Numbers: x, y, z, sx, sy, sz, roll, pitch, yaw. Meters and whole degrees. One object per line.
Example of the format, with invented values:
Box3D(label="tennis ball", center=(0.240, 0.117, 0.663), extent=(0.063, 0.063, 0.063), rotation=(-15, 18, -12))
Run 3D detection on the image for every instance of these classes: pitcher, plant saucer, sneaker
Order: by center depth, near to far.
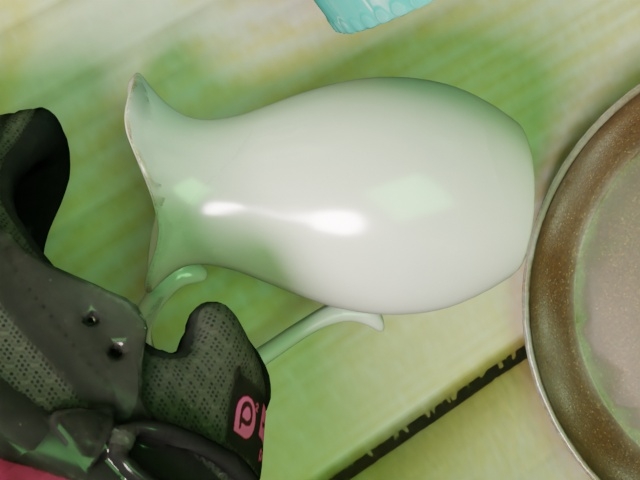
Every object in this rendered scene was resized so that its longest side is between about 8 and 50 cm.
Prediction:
Box3D(label="sneaker", center=(-0.090, 0.129, 0.505), extent=(0.202, 0.185, 0.483), rotation=(-24, 72, -16))
Box3D(label="pitcher", center=(0.000, 0.000, 0.654), extent=(0.207, 0.125, 0.177), rotation=(1, 112, -8))
Box3D(label="plant saucer", center=(0.275, 0.035, 0.713), extent=(0.311, 0.050, 0.310), rotation=(1, 95, 11))

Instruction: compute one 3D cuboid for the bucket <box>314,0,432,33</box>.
Box3D(label="bucket", center=(0.062, -0.241, 0.588), extent=(0.281, 0.281, 0.183), rotation=(-38, 106, -14))
